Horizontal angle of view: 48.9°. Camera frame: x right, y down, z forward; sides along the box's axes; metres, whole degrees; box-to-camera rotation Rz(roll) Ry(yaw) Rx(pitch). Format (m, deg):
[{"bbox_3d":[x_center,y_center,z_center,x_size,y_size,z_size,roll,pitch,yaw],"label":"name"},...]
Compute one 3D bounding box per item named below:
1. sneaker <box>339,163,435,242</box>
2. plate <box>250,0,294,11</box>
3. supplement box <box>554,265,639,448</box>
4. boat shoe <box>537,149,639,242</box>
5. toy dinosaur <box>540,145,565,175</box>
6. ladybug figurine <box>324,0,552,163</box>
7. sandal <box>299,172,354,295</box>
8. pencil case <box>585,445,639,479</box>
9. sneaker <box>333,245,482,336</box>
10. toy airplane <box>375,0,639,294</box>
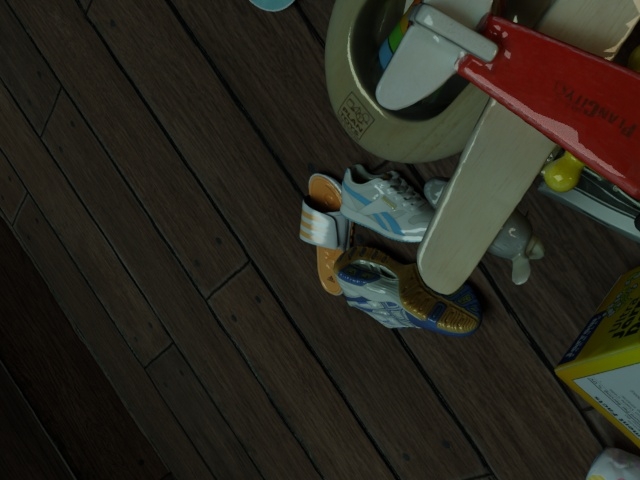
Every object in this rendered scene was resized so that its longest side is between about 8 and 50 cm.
[{"bbox_3d":[0.127,-0.063,1.202,0.228,0.087,0.092,20,124,34],"label":"sneaker"},{"bbox_3d":[-0.087,-0.491,1.207,0.188,0.024,0.188,24,128,34],"label":"plate"},{"bbox_3d":[0.468,0.116,0.787,0.194,0.195,0.356,43,158,4],"label":"supplement box"},{"bbox_3d":[0.403,-0.048,0.935,0.219,0.078,0.070,28,95,5],"label":"boat shoe"},{"bbox_3d":[0.339,-0.124,0.997,0.183,0.053,0.093,-16,119,35],"label":"toy dinosaur"},{"bbox_3d":[0.173,-0.289,0.964,0.305,0.162,0.449,52,138,6],"label":"ladybug figurine"},{"bbox_3d":[0.008,0.003,1.362,0.102,0.076,0.265,17,124,37],"label":"sandal"},{"bbox_3d":[0.535,0.405,1.046,0.273,0.124,0.113,12,121,39],"label":"pencil case"},{"bbox_3d":[0.161,0.108,1.274,0.296,0.112,0.131,25,146,35],"label":"sneaker"},{"bbox_3d":[0.255,-0.153,0.750,0.386,0.272,0.384,-14,93,23],"label":"toy airplane"}]
